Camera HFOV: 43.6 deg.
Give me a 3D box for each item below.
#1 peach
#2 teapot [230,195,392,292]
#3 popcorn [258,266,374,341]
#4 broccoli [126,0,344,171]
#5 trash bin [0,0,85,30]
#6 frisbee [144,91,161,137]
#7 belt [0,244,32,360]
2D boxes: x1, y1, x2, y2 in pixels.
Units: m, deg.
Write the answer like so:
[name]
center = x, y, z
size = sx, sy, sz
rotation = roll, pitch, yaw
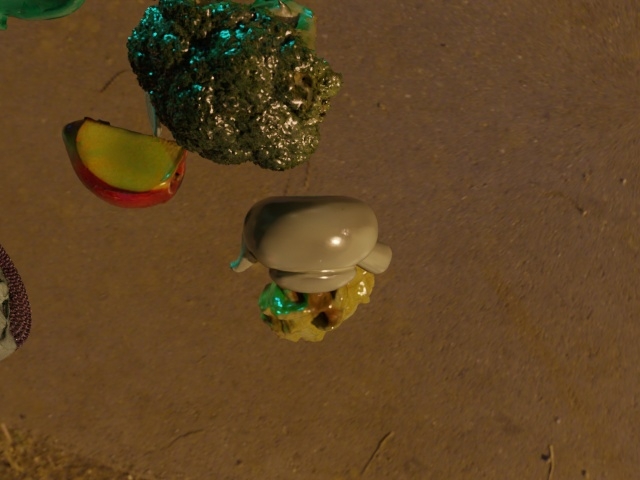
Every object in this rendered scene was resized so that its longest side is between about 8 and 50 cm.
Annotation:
[peach]
center = -0.423, -0.151, 1.685
size = 0.267, 0.159, 0.154
rotation = 14, 68, -7
[teapot]
center = 0.026, 0.003, 1.267
size = 0.220, 0.318, 0.149
rotation = 8, 99, 59
[popcorn]
center = -0.005, 0.095, 1.614
size = 0.256, 0.255, 0.195
rotation = -39, 75, 15
[broccoli]
center = -0.109, -0.237, 1.150
size = 0.321, 0.283, 0.304
rotation = 29, 145, 18
[trash bin]
center = -0.338, -0.268, 0.508
size = 0.295, 0.381, 0.259
rotation = -6, 101, -1
[frisbee]
center = -0.335, -0.259, 1.599
size = 0.014, 0.110, 0.110
rotation = -11, 96, -17
[belt]
center = -0.561, 0.063, 1.194
size = 0.122, 0.325, 0.260
rotation = -26, 68, 4
